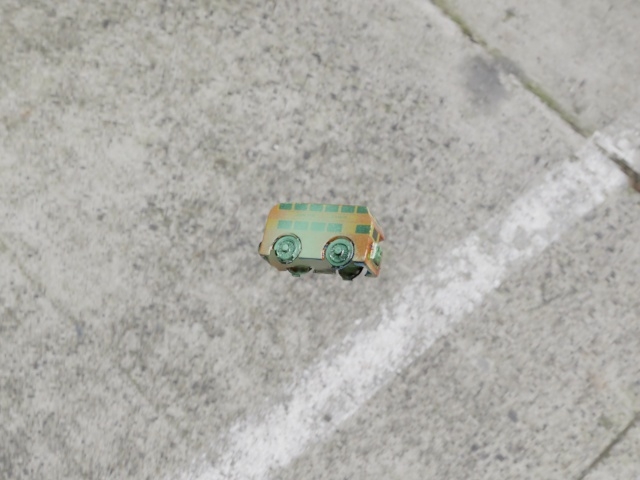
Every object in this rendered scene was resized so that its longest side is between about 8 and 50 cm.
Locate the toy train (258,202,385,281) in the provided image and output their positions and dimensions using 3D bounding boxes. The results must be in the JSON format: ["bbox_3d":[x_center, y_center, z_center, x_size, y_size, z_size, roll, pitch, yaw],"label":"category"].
[{"bbox_3d":[0.000,0.000,1.369,0.188,0.072,0.099,4,73,23],"label":"toy train"}]
